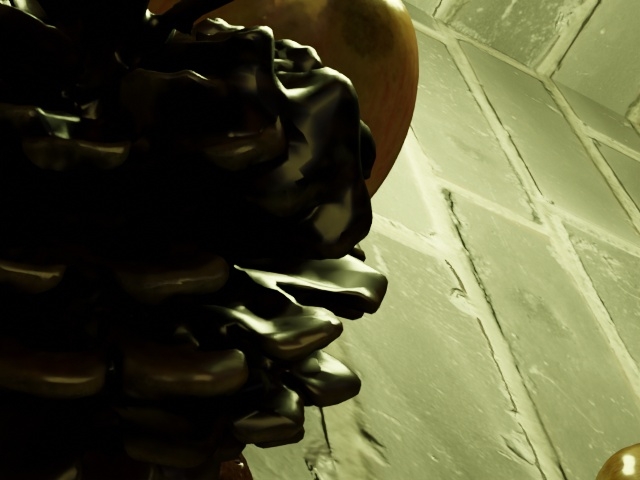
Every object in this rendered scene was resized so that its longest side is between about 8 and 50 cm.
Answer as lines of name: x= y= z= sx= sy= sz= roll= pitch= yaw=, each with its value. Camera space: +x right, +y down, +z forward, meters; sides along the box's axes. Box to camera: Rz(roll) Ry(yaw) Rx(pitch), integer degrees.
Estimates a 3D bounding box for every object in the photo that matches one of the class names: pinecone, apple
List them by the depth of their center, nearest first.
pinecone: x=-0.157 y=-0.032 z=0.982 sx=0.398 sy=0.397 sz=0.397 roll=28 pitch=21 yaw=-12
apple: x=-0.080 y=-0.169 z=1.604 sx=0.364 sy=0.364 sz=0.364 roll=28 pitch=21 yaw=-12

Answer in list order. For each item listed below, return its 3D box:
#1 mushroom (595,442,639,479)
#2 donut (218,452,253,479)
mushroom: x=0.395 y=0.296 z=1.502 sx=0.278 sy=0.146 sz=0.278 roll=21 pitch=32 yaw=-13
donut: x=-0.103 y=0.177 z=1.094 sx=0.126 sy=0.144 sz=0.187 roll=42 pitch=-15 yaw=-36
